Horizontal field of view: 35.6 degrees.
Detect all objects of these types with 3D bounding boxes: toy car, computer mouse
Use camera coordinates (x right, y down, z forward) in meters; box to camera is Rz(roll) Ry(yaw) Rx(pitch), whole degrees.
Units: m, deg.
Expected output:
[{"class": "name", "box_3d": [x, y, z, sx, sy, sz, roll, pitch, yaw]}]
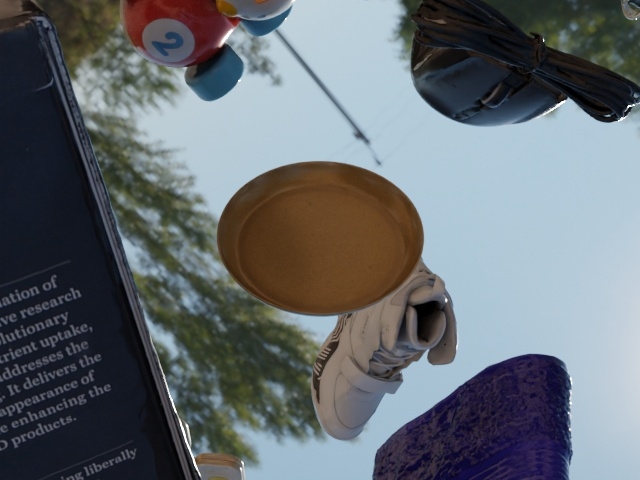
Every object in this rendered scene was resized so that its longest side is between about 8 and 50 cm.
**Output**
[{"class": "toy car", "box_3d": [-0.103, -0.289, 1.128, 0.238, 0.219, 0.210, 15, -115, 51]}, {"class": "computer mouse", "box_3d": [0.090, -0.127, 0.714, 0.060, 0.184, 0.262, -65, -161, 5]}]

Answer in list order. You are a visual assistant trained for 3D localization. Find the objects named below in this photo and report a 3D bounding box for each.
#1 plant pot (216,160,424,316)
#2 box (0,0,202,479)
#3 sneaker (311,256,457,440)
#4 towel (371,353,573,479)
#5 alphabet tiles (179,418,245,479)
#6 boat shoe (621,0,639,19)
[{"class": "plant pot", "box_3d": [0.000, 0.000, 1.147, 0.236, 0.032, 0.236, 0, -131, 0]}, {"class": "box", "box_3d": [-0.342, 0.010, 0.863, 0.297, 0.471, 0.480, -20, -149, -17]}, {"class": "sneaker", "box_3d": [0.103, 0.189, 1.644, 0.365, 0.137, 0.210, -70, -157, 9]}, {"class": "towel", "box_3d": [0.098, 0.235, 0.760, 0.227, 0.076, 0.308, -47, -165, 31]}, {"class": "alphabet tiles", "box_3d": [-0.229, 0.287, 1.188, 0.284, 0.278, 0.021, 4, -133, 4]}, {"class": "boat shoe", "box_3d": [0.321, -0.250, 0.936, 0.099, 0.116, 0.319, -44, -124, 21]}]
